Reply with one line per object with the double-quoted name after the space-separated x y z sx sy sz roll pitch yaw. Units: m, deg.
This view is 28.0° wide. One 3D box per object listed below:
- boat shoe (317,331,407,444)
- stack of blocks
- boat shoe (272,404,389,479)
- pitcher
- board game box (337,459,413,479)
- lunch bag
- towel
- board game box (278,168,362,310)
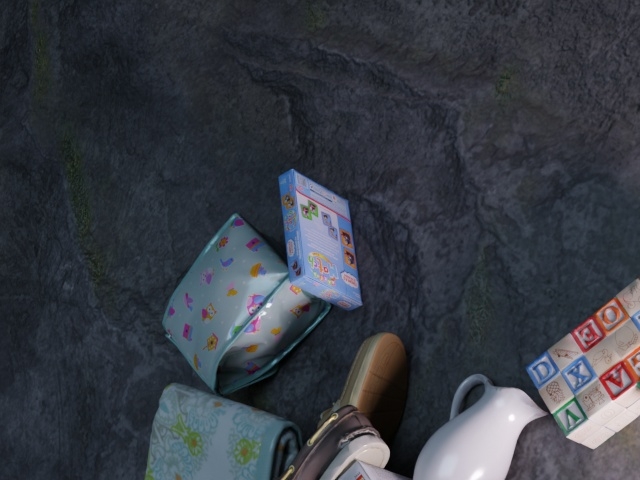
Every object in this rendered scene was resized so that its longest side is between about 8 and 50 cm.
0.042 0.306 2.053 0.110 0.121 0.341 9 78 42 "boat shoe"
0.455 0.164 1.790 0.297 0.087 0.171 -41 50 18 "stack of blocks"
-0.027 0.390 1.952 0.324 0.116 0.097 -51 47 19 "boat shoe"
0.220 0.302 1.920 0.207 0.125 0.177 -53 25 -6 "pitcher"
0.022 0.470 1.945 0.305 0.193 0.053 -47 48 13 "board game box"
-0.147 0.126 2.275 0.262 0.160 0.223 -49 48 4 "lunch bag"
-0.182 0.452 2.148 0.320 0.090 0.375 10 91 42 "towel"
0.000 0.000 2.204 0.039 0.160 0.212 -27 55 30 "board game box"
